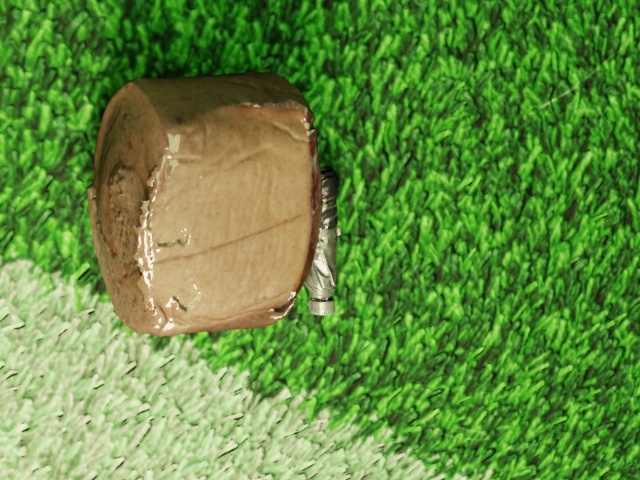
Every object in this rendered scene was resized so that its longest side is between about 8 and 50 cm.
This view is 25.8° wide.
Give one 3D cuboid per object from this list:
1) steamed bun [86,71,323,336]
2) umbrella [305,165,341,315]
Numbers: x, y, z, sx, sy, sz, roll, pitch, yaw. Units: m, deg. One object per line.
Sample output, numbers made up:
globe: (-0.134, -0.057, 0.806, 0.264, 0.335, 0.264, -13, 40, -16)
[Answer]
steamed bun: (-0.142, -0.050, 1.576, 0.252, 0.199, 0.301, -11, 120, -36)
umbrella: (0.000, 0.000, 1.726, 0.046, 0.050, 0.188, -16, 112, -38)
